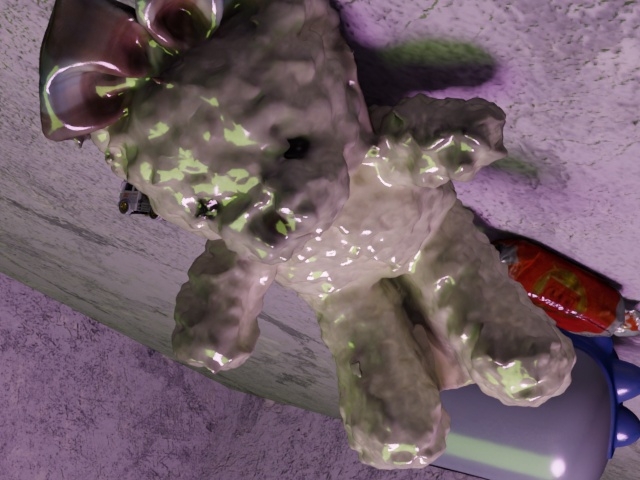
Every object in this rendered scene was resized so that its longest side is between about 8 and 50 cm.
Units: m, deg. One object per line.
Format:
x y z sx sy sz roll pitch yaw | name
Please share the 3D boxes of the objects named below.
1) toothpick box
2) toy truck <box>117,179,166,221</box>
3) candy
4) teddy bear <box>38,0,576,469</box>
0.246 0.201 1.178 0.354 0.263 0.263 10 161 26 | toothpick box
-0.201 -0.057 1.129 0.123 0.063 0.052 9 -177 34 | toy truck
0.250 0.052 0.970 0.292 0.059 0.086 26 164 -18 | candy
0.000 0.000 0.664 0.327 0.376 0.362 -31 166 14 | teddy bear
